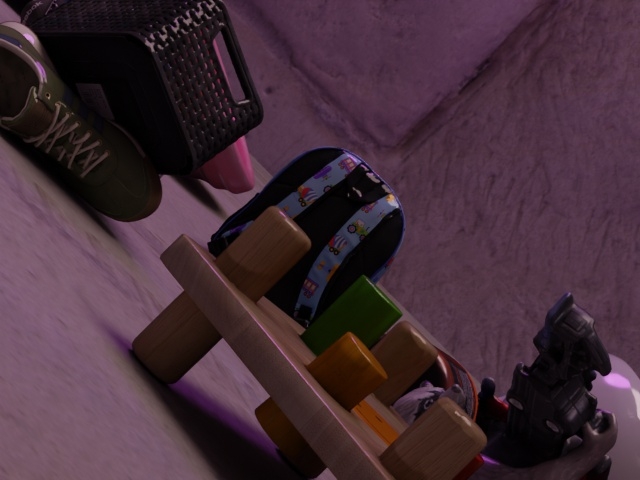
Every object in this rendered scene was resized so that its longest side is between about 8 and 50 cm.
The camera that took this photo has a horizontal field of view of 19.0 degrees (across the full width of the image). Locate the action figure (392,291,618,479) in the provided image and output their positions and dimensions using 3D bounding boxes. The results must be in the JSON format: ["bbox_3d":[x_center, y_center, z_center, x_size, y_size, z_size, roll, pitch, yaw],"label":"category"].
[{"bbox_3d":[0.162,0.207,1.413,0.330,0.178,0.341,42,-24,33],"label":"action figure"}]

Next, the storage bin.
[{"bbox_3d":[-0.146,-0.126,1.498,0.180,0.084,0.122,6,-55,45],"label":"storage bin"}]

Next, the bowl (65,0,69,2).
[{"bbox_3d":[-0.354,-0.406,2.422,0.391,0.077,0.391,58,-7,11],"label":"bowl"}]

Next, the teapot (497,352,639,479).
[{"bbox_3d":[0.233,0.241,1.874,0.256,0.187,0.252,110,-36,-75],"label":"teapot"}]

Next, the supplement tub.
[{"bbox_3d":[0.087,0.147,1.760,0.106,0.106,0.198,46,4,18],"label":"supplement tub"}]

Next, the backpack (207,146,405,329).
[{"bbox_3d":[0.000,0.000,1.893,0.158,0.173,0.117,45,3,14],"label":"backpack"}]

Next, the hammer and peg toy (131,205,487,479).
[{"bbox_3d":[0.062,0.147,1.193,0.266,0.127,0.361,48,4,39],"label":"hammer and peg toy"}]

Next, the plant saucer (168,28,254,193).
[{"bbox_3d":[-0.167,-0.208,2.328,0.332,0.084,0.332,-18,90,-88],"label":"plant saucer"}]

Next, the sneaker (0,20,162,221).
[{"bbox_3d":[-0.204,-0.086,1.436,0.192,0.064,0.086,49,16,6],"label":"sneaker"}]

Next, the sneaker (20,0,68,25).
[{"bbox_3d":[-0.266,-0.201,1.950,0.106,0.078,0.234,42,0,-6],"label":"sneaker"}]

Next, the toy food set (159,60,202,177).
[{"bbox_3d":[-0.176,-0.139,2.008,0.111,0.104,0.232,45,3,0],"label":"toy food set"}]
